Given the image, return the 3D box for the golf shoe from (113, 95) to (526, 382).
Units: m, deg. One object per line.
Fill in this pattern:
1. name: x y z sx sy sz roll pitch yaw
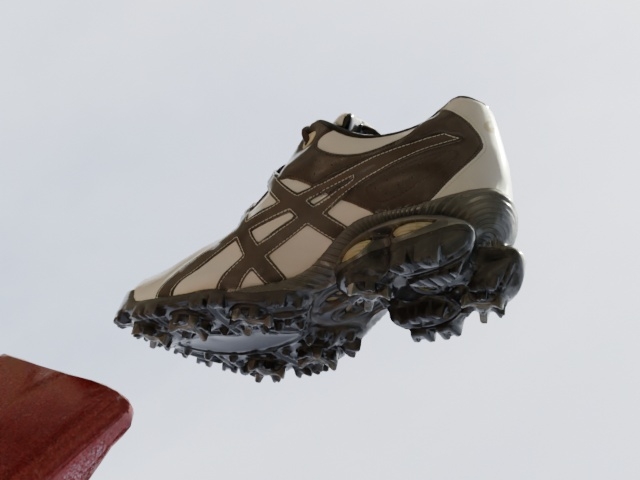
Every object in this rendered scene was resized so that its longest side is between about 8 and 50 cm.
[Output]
1. golf shoe: 0.000 0.000 0.809 0.198 0.077 0.094 -14 -122 35

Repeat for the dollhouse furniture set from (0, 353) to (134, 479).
1. dollhouse furniture set: -0.174 0.005 0.688 0.152 0.374 0.201 -39 165 -41
